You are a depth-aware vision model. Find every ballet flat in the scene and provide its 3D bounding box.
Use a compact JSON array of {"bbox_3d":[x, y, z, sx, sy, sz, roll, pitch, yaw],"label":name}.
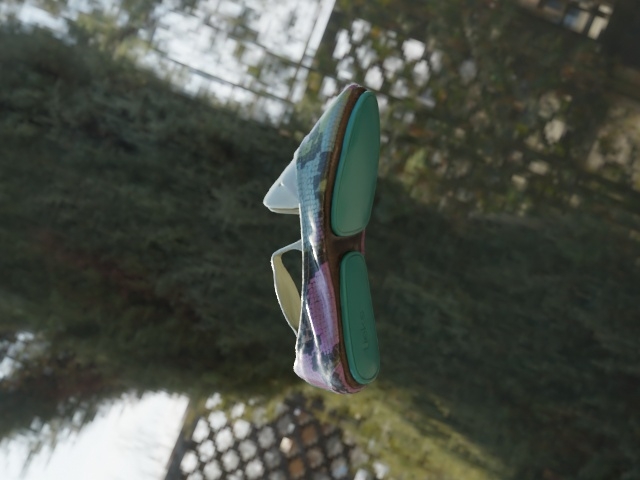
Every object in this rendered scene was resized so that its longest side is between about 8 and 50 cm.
[{"bbox_3d":[0.000,0.000,0.887,0.077,0.079,0.221,-12,-78,-61],"label":"ballet flat"}]
